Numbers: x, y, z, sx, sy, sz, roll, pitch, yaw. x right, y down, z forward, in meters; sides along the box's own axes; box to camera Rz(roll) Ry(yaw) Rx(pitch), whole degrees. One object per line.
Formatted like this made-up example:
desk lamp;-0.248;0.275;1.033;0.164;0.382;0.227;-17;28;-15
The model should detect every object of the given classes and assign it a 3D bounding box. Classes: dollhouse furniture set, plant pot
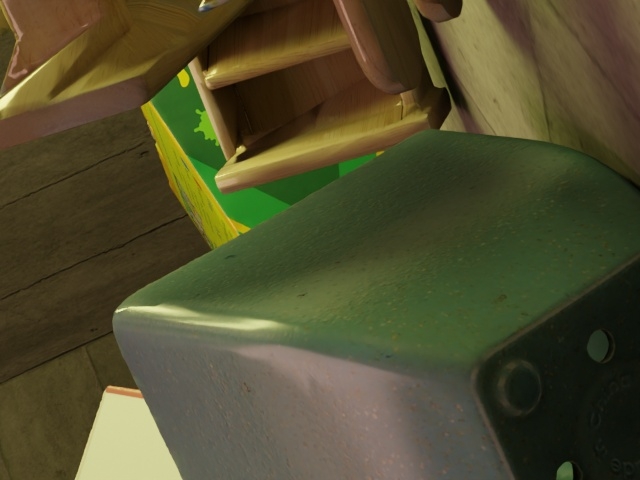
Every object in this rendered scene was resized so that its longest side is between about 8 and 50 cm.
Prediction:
dollhouse furniture set;-0.077;-0.112;1.154;0.256;0.362;0.394;68;-157;-17
plant pot;0.087;0.093;0.974;0.252;0.248;0.247;0;117;59

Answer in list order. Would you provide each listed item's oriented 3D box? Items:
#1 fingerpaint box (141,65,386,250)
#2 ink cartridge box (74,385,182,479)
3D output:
fingerpaint box;0.000;0.000;1.733;0.371;0.163;0.445;56;174;12
ink cartridge box;-0.006;0.278;1.754;0.384;0.160;0.279;27;164;-38
